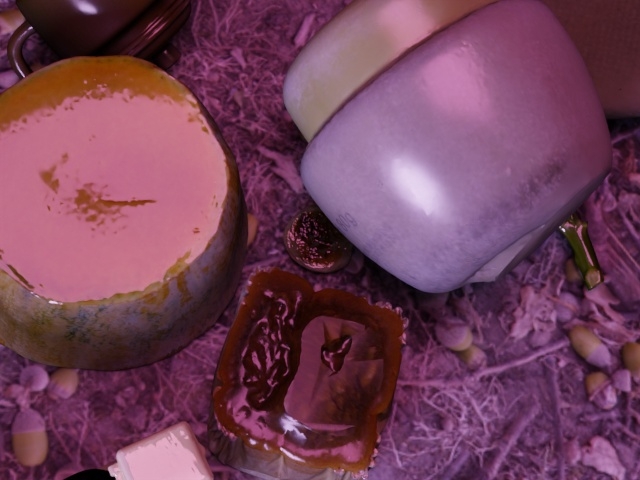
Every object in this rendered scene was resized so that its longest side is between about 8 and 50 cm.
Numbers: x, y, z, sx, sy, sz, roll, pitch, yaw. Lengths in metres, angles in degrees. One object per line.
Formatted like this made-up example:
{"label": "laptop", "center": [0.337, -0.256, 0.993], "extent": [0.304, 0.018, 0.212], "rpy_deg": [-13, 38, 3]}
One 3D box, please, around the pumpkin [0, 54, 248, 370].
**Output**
{"label": "pumpkin", "center": [-0.243, -0.035, 1.488], "extent": [0.332, 0.199, 0.332], "rpy_deg": [0, 75, -2]}

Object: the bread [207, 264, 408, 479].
{"label": "bread", "center": [-0.015, 0.147, 1.489], "extent": [0.192, 0.110, 0.210], "rpy_deg": [18, 66, 1]}

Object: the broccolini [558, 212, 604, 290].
{"label": "broccolini", "center": [0.289, -0.049, 1.630], "extent": [0.058, 0.067, 0.216], "rpy_deg": [-26, 71, 13]}

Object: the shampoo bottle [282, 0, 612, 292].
{"label": "shampoo bottle", "center": [0.137, -0.115, 1.501], "extent": [0.322, 0.322, 0.317], "rpy_deg": [-30, 81, -17]}

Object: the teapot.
{"label": "teapot", "center": [-0.238, -0.260, 1.618], "extent": [0.268, 0.185, 0.175], "rpy_deg": [-38, 106, 11]}

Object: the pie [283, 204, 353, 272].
{"label": "pie", "center": [0.000, 0.000, 1.603], "extent": [0.085, 0.017, 0.085], "rpy_deg": [2, 67, -4]}

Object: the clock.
{"label": "clock", "center": [-0.283, 0.299, 1.315], "extent": [0.379, 0.276, 0.120], "rpy_deg": [-24, 70, -18]}

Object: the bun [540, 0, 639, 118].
{"label": "bun", "center": [0.346, -0.293, 1.665], "extent": [0.293, 0.293, 0.187], "rpy_deg": [24, 28, 5]}
